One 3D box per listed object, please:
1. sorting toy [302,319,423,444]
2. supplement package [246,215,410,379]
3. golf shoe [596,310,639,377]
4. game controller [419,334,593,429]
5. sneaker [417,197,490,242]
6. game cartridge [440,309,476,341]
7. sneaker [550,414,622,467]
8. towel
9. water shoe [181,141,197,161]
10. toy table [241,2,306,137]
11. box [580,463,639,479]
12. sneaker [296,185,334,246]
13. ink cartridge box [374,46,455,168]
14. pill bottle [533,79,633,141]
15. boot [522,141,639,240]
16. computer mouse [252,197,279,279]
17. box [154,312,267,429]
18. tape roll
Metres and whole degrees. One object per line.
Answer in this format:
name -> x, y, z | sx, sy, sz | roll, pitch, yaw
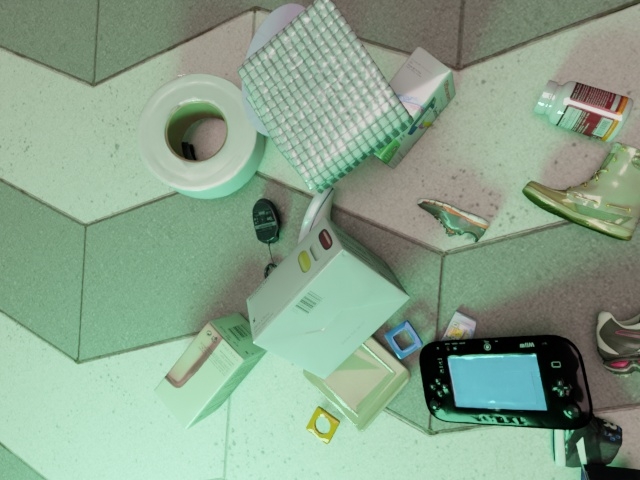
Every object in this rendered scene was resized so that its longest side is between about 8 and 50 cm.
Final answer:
sorting toy -> 0.080, 0.300, 1.032 | 0.196, 0.047, 0.347 | 42, 101, 20
supplement package -> 0.008, 0.123, 0.954 | 0.204, 0.145, 0.262 | 36, 104, -29
golf shoe -> 0.651, 0.173, 0.815 | 0.273, 0.105, 0.120 | -10, 80, 18
game controller -> 0.343, 0.273, 0.885 | 0.319, 0.067, 0.166 | -15, 88, 39
sneaker -> 0.273, -0.042, 0.962 | 0.158, 0.061, 0.064 | 25, 104, 17
game cartridge -> 0.298, 0.198, 0.975 | 0.056, 0.017, 0.083 | 25, 98, 13
sneaker -> 0.512, 0.332, 0.877 | 0.121, 0.079, 0.216 | -2, 98, 15
towel -> 0.005, -0.267, 0.857 | 0.235, 0.121, 0.283 | -35, 82, 17
water shoe -> -0.368, -0.226, 1.177 | 0.203, 0.073, 0.080 | 44, 84, 7
toy table -> -0.062, -0.356, 1.019 | 0.252, 0.161, 0.274 | 24, 97, 17
box -> 0.532, 0.534, 0.799 | 0.108, 0.153, 0.207 | -2, 106, 18
sneaker -> 0.000, 0.000, 1.044 | 0.091, 0.094, 0.258 | 19, 105, 8
ink cartridge box -> 0.174, -0.266, 0.942 | 0.093, 0.154, 0.212 | 41, 102, 14
pill bottle -> 0.499, -0.253, 0.871 | 0.152, 0.086, 0.086 | 26, 98, 16
boot -> 0.519, -0.113, 0.870 | 0.213, 0.077, 0.165 | 26, 98, 12
computer mouse -> -0.115, 0.016, 1.105 | 0.071, 0.041, 0.242 | -8, 94, 27
box -> -0.256, 0.305, 1.089 | 0.127, 0.149, 0.232 | 43, 102, 14
tape roll -> -0.282, -0.247, 1.085 | 0.286, 0.100, 0.286 | 0, 84, 4
